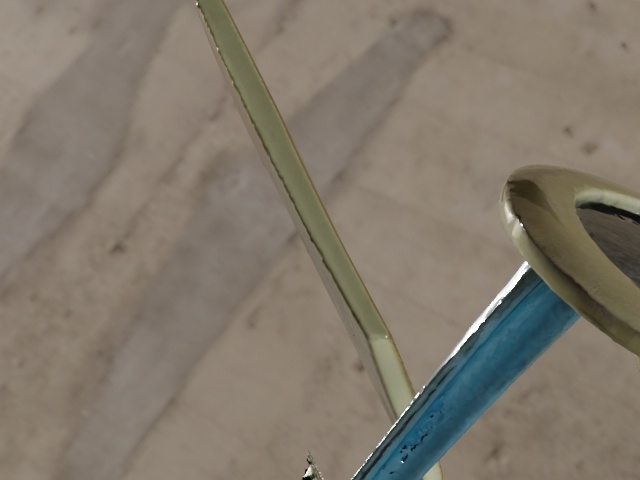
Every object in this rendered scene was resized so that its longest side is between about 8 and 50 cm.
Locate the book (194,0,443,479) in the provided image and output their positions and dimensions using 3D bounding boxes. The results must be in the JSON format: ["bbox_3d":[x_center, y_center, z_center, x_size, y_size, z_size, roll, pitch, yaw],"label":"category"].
[{"bbox_3d":[0.000,0.000,1.626,0.032,0.269,0.389,-25,-126,-2],"label":"book"}]

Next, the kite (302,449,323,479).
[{"bbox_3d":[0.000,0.300,1.434,0.268,0.013,0.323,140,-42,-59],"label":"kite"}]

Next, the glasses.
[{"bbox_3d":[0.007,0.091,0.335,0.220,0.088,0.189,-32,-143,15],"label":"glasses"}]
